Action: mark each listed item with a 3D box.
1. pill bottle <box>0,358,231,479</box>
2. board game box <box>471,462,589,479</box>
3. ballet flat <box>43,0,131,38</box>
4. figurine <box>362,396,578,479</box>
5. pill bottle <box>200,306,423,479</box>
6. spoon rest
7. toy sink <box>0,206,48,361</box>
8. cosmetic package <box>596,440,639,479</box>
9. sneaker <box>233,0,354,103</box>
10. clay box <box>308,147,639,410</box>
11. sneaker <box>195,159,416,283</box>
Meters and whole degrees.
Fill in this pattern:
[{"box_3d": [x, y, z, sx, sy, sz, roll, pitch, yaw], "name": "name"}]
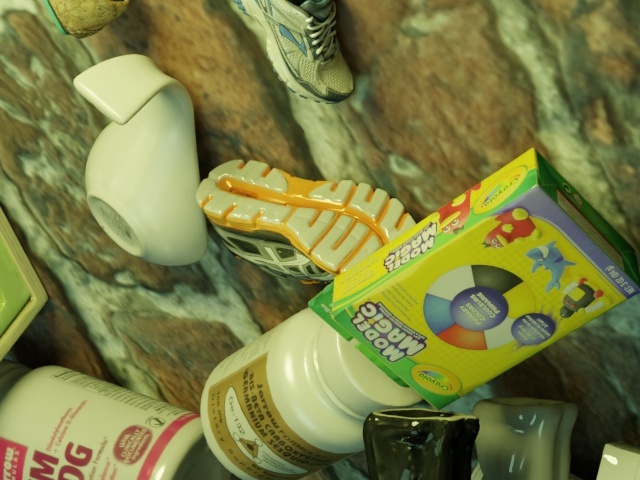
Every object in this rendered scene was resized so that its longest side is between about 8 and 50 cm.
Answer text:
[{"box_3d": [-0.249, 0.223, 1.692, 0.283, 0.160, 0.160, 16, 141, 23], "name": "pill bottle"}, {"box_3d": [0.240, 0.322, 1.408, 0.305, 0.193, 0.053, 29, 180, 7], "name": "board game box"}, {"box_3d": [-0.201, -0.244, 1.200, 0.067, 0.073, 0.206, -17, 128, 15], "name": "ballet flat"}, {"box_3d": [0.127, 0.237, 1.305, 0.092, 0.215, 0.209, 0, 90, 45], "name": "figurine"}, {"box_3d": [0.001, 0.126, 1.408, 0.131, 0.131, 0.229, 41, 144, -10], "name": "pill bottle"}, {"box_3d": [-0.145, -0.066, 1.348, 0.137, 0.084, 0.276, 40, 159, 15], "name": "spoon rest"}, {"box_3d": [-0.393, 0.077, 1.571, 0.131, 0.234, 0.153, 9, 137, 31], "name": "toy sink"}, {"box_3d": [0.258, 0.294, 1.334, 0.099, 0.239, 0.060, 16, -177, 26], "name": "cosmetic package"}, {"box_3d": [-0.012, -0.154, 1.157, 0.058, 0.052, 0.135, -15, 124, 42], "name": "sneaker"}, {"box_3d": [0.109, 0.040, 1.202, 0.222, 0.053, 0.127, -35, 119, 26], "name": "clay box"}, {"box_3d": [0.000, 0.000, 1.310, 0.215, 0.084, 0.083, 23, 146, 31], "name": "sneaker"}]
